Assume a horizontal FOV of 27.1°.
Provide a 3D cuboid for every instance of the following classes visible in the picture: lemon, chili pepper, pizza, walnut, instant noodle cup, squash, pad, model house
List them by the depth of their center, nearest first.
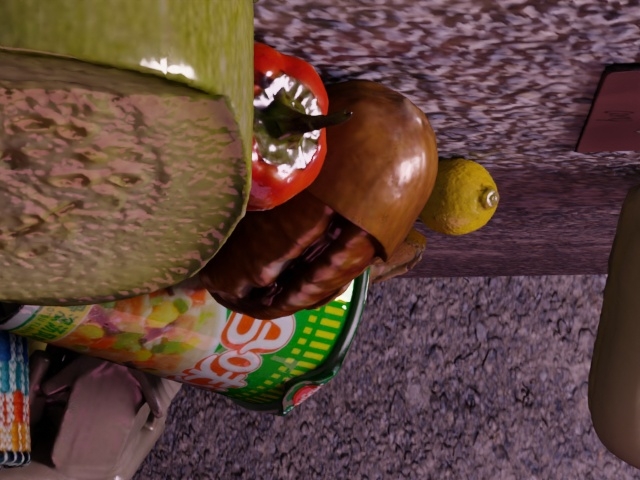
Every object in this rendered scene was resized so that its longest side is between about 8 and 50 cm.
[{"bbox_3d":[-0.130,-0.055,0.516,0.220,0.133,0.220,2,169,0],"label":"squash"},{"bbox_3d":[-0.039,-0.057,0.671,0.086,0.084,0.192,-1,-178,-35],"label":"chili pepper"},{"bbox_3d":[-0.010,-0.018,0.786,0.116,0.115,0.207,4,150,-38],"label":"walnut"},{"bbox_3d":[0.270,-0.079,0.843,0.202,0.005,0.300,0,175,7],"label":"pad"},{"bbox_3d":[-0.114,0.009,0.923,0.233,0.207,0.207,15,167,-39],"label":"instant noodle cup"},{"bbox_3d":[0.108,-0.035,1.055,0.062,0.062,0.083,4,-179,-39],"label":"lemon"},{"bbox_3d":[-0.175,0.111,1.103,0.122,0.188,0.229,32,-159,2],"label":"model house"},{"bbox_3d":[-0.003,0.005,1.540,0.188,0.080,0.204,-27,152,25],"label":"pizza"}]

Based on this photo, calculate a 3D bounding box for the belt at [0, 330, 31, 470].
[{"bbox_3d":[-0.353,0.125,0.950,0.295,0.160,0.207,-7,171,3],"label":"belt"}]

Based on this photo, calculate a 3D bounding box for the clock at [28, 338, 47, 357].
[{"bbox_3d":[-0.329,0.038,1.145,0.143,0.096,0.202,19,157,50],"label":"clock"}]

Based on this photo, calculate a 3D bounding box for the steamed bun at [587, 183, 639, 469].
[{"bbox_3d":[0.373,0.078,1.153,0.274,0.290,0.272,18,-175,12],"label":"steamed bun"}]
